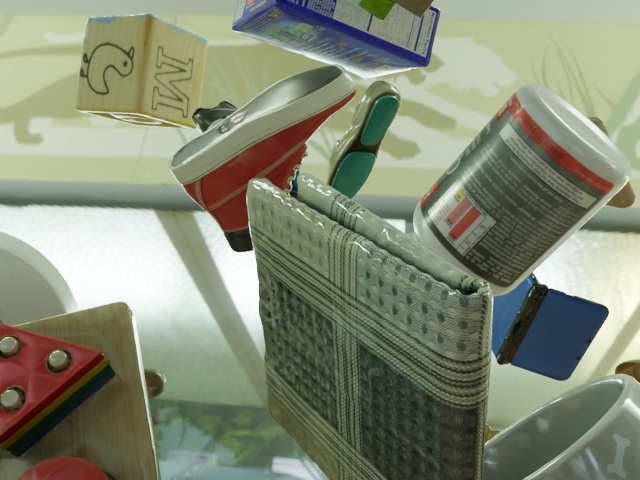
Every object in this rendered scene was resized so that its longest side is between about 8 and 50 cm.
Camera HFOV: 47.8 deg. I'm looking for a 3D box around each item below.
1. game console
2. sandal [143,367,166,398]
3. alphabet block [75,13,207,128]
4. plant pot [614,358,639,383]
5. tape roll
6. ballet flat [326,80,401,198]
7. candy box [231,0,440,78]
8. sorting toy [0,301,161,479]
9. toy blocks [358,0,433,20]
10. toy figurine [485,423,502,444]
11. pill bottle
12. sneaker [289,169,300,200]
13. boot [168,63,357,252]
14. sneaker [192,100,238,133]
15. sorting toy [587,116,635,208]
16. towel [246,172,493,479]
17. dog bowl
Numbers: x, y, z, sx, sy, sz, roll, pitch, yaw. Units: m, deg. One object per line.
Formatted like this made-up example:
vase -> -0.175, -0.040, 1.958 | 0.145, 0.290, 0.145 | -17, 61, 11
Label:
game console -> 0.553, 0.186, 1.847 | 0.173, 0.250, 0.293 | -3, -47, -17
sandal -> -0.355, 0.253, 1.234 | 0.180, 0.072, 0.049 | -1, 13, -15
alphabet block -> -0.374, -0.350, 1.526 | 0.192, 0.197, 0.193 | 7, 1, 31
plant pot -> 0.599, 0.277, 1.194 | 0.236, 0.032, 0.236 | 45, -14, 14
tape roll -> -0.434, 0.126, 0.854 | 0.286, 0.286, 0.100 | 14, 4, -15
ballet flat -> 0.069, -0.181, 1.313 | 0.086, 0.086, 0.248 | 18, -59, -21
candy box -> 0.025, -0.421, 1.380 | 0.317, 0.122, 0.268 | 16, -1, -24
sorting toy -> -0.275, 0.184, 0.609 | 0.255, 0.257, 0.089 | -13, -27, -8
toy blocks -> 0.212, -0.520, 1.052 | 0.190, 0.261, 0.381 | 30, -27, -7
toy figurine -> 0.208, 0.384, 1.242 | 0.362, 0.191, 0.217 | 24, -8, 1
pill bottle -> 0.277, -0.045, 1.131 | 0.210, 0.210, 0.363 | 23, -58, -29
sneaker -> 0.000, 0.000, 1.215 | 0.341, 0.140, 0.125 | 42, 9, 19
boot -> -0.037, -0.091, 0.892 | 0.244, 0.088, 0.176 | -31, -60, 7
sneaker -> -0.164, -0.236, 1.449 | 0.234, 0.106, 0.078 | -12, -44, -54
sorting toy -> 0.434, -0.147, 1.266 | 0.193, 0.038, 0.208 | 53, -19, -28
towel -> 0.035, 0.115, 0.674 | 0.056, 0.324, 0.312 | -19, -59, -29
dog bowl -> 0.269, 0.285, 0.860 | 0.348, 0.102, 0.349 | -34, -9, -6
